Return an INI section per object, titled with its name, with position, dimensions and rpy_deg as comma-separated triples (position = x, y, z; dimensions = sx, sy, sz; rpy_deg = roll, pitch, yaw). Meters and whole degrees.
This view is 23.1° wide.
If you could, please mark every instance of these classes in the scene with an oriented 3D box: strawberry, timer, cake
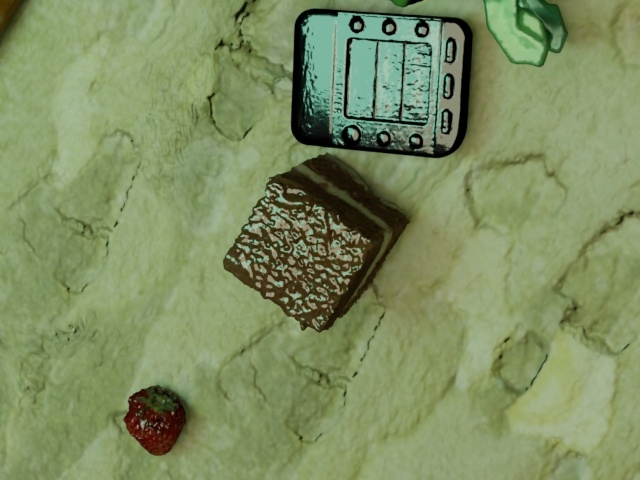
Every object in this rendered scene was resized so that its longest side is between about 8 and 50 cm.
[strawberry]
position = -0.188, 0.210, 1.771
dimensions = 0.073, 0.073, 0.083
rpy_deg = 20, 123, 14
[timer]
position = 0.063, -0.163, 1.612
dimensions = 0.187, 0.055, 0.144
rpy_deg = 8, 102, 21
[cake]
position = 0.000, 0.000, 1.616
dimensions = 0.135, 0.147, 0.134
rpy_deg = 36, 109, 9

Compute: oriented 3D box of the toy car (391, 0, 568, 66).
[toy car]
position = 0.079, -0.307, 1.481
dimensions = 0.359, 0.213, 0.176
rpy_deg = 20, 108, 9

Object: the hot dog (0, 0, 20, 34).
[hot dog]
position = -0.404, -0.291, 1.705
dimensions = 0.158, 0.117, 0.349
rpy_deg = 40, 111, 8
